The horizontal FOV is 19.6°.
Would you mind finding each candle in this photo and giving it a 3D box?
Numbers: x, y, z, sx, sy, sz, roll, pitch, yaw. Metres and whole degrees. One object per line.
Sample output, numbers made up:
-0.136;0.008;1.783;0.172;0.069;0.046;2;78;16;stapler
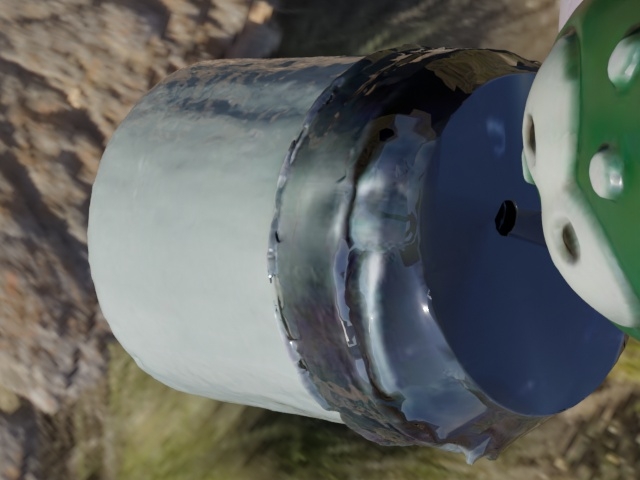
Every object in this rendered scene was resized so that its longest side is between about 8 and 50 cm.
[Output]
0.000;0.000;1.068;0.221;0.342;0.221;-2;93;-43;candle

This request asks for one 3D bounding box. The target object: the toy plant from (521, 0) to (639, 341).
0.126;-0.025;0.589;0.112;0.243;0.233;-11;64;-6;toy plant
